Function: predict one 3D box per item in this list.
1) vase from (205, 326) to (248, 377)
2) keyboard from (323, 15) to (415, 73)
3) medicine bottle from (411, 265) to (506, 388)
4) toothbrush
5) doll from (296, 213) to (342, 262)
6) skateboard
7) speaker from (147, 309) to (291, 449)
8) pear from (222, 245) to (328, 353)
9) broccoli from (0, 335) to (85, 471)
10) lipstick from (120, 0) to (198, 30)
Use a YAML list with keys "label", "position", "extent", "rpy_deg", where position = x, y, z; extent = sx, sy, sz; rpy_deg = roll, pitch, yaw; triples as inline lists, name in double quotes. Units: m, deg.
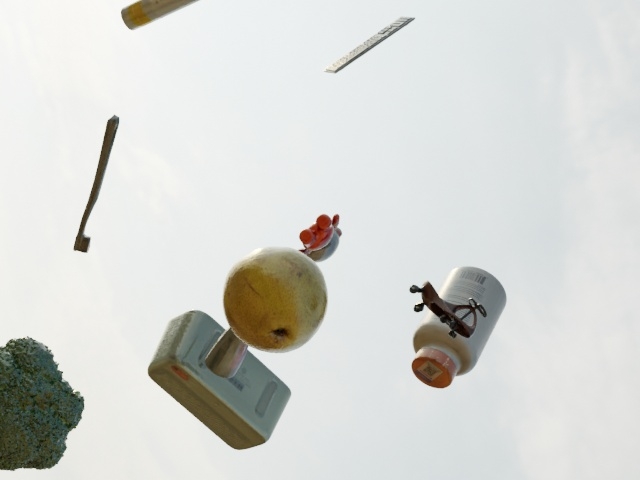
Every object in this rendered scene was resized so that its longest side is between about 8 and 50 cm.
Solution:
- label: "vase"
  position: [-0.200, 0.232, 2.351]
  extent: [0.086, 0.086, 0.214]
  rpy_deg: [42, -67, 27]
- label: "keyboard"
  position: [0.097, -0.393, 1.924]
  extent: [0.011, 0.202, 0.067]
  rpy_deg: [58, -10, -22]
- label: "medicine bottle"
  position: [0.306, 0.202, 2.180]
  extent: [0.157, 0.288, 0.157]
  rpy_deg: [20, -43, 19]
- label: "toothbrush"
  position: [-0.437, -0.108, 1.883]
  extent: [0.031, 0.030, 0.297]
  rpy_deg: [20, -71, 1]
- label: "doll"
  position: [0.000, 0.000, 2.353]
  extent: [0.076, 0.142, 0.245]
  rpy_deg: [48, -4, 12]
- label: "skateboard"
  position: [0.240, 0.125, 1.780]
  extent: [0.151, 0.080, 0.067]
  rpy_deg: [40, -23, 39]
- label: "speaker"
  position: [-0.281, 0.395, 2.663]
  extent: [0.183, 0.184, 0.406]
  rpy_deg: [-25, -61, 40]
- label: "pear"
  position: [-0.084, 0.119, 1.844]
  extent: [0.209, 0.209, 0.208]
  rpy_deg: [36, -38, 34]
- label: "broccoli"
  position: [-0.679, 0.365, 2.169]
  extent: [0.308, 0.275, 0.307]
  rpy_deg: [3, -75, 10]
- label: "lipstick"
  position: [-0.311, -0.527, 2.070]
  extent: [0.264, 0.059, 0.059]
  rpy_deg: [-18, -77, 24]
